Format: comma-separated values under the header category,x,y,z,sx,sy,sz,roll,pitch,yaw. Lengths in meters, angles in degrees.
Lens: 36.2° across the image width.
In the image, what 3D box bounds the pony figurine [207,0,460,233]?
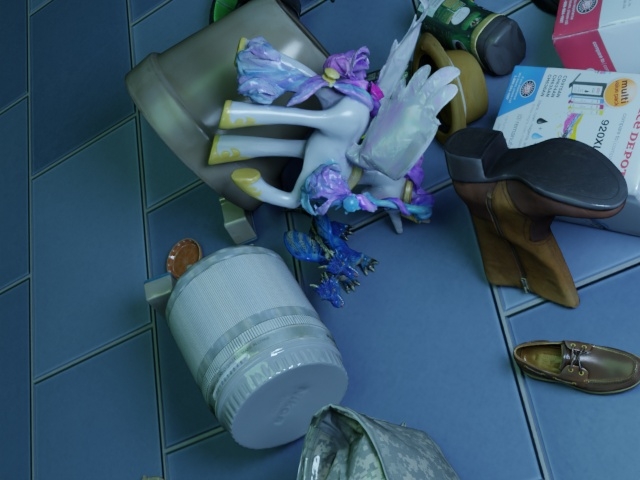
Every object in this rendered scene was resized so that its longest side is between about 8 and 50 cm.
category,x,y,z,sx,sy,sz,roll,pitch,yaw
pony figurine,0.038,-0.175,1.451,0.303,0.363,0.351,-86,13,-52

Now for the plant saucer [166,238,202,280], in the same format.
category,x,y,z,sx,sy,sz,roll,pitch,yaw
plant saucer,-0.254,0.037,1.841,0.083,0.013,0.083,-16,61,31

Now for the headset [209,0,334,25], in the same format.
category,x,y,z,sx,sy,sz,roll,pitch,yaw
headset,-0.098,-0.489,1.844,0.394,0.185,0.243,8,75,50

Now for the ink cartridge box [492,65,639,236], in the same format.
category,x,y,z,sx,sy,sz,roll,pitch,yaw
ink cartridge box,0.375,-0.123,1.341,0.233,0.168,0.171,13,77,40

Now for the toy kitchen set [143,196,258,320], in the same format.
category,x,y,z,sx,sy,sz,roll,pitch,yaw
toy kitchen set,-0.207,0.032,1.765,0.207,0.122,0.166,-19,58,6

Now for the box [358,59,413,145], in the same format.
category,x,y,z,sx,sy,sz,roll,pitch,yaw
box,0.082,-0.200,1.676,0.191,0.045,0.184,-12,66,33

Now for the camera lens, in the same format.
category,x,y,z,sx,sy,sz,roll,pitch,yaw
camera lens,-0.105,0.159,1.540,0.219,0.219,0.274,-44,51,13

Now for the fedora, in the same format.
category,x,y,z,sx,sy,sz,roll,pitch,yaw
fedora,0.212,-0.241,1.551,0.079,0.194,0.194,-16,54,-11

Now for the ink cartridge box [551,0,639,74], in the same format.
category,x,y,z,sx,sy,sz,roll,pitch,yaw
ink cartridge box,0.495,-0.339,1.340,0.306,0.131,0.226,-4,50,34

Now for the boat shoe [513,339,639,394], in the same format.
category,x,y,z,sx,sy,sz,roll,pitch,yaw
boat shoe,0.341,0.166,1.310,0.178,0.060,0.064,3,72,37

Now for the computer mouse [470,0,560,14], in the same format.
category,x,y,z,sx,sy,sz,roll,pitch,yaw
computer mouse,0.310,-0.437,1.600,0.184,0.060,0.262,-41,51,14

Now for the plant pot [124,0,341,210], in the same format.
category,x,y,z,sx,sy,sz,roll,pitch,yaw
plant pot,-0.123,-0.259,1.679,0.280,0.323,0.323,-41,52,11

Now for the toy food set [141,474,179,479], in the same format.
category,x,y,z,sx,sy,sz,roll,pitch,yaw
toy food set,-0.272,0.444,1.670,0.122,0.019,0.078,-2,69,36

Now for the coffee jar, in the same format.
category,x,y,z,sx,sy,sz,roll,pitch,yaw
coffee jar,0.245,-0.338,1.580,0.079,0.096,0.184,-48,50,-4

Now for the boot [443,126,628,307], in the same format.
category,x,y,z,sx,sy,sz,roll,pitch,yaw
boot,0.295,-0.001,1.279,0.264,0.280,0.096,13,52,39

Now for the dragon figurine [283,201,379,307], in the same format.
category,x,y,z,sx,sy,sz,roll,pitch,yaw
dragon figurine,0.000,0.000,1.582,0.085,0.144,0.289,-43,51,13

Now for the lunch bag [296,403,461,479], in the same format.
category,x,y,z,sx,sy,sz,roll,pitch,yaw
lunch bag,0.097,0.362,1.290,0.169,0.235,0.287,-37,53,22
